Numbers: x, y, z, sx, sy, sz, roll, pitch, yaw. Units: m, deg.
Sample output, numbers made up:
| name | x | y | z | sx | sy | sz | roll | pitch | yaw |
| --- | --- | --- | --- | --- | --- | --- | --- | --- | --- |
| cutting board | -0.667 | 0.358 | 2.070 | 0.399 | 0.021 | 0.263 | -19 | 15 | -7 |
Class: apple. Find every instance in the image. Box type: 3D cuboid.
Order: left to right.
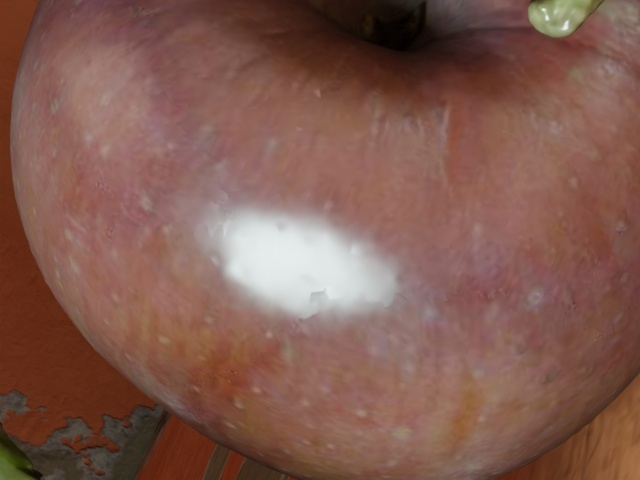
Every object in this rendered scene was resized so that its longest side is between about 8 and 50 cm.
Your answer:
| name | x | y | z | sx | sy | sz | roll | pitch | yaw |
| --- | --- | --- | --- | --- | --- | --- | --- | --- | --- |
| apple | 0.019 | -0.041 | 0.715 | 0.235 | 0.306 | 0.305 | 94 | -164 | -55 |

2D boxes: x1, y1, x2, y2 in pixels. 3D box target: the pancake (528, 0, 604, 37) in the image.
| name | x | y | z | sx | sy | sz | roll | pitch | yaw |
| --- | --- | --- | --- | --- | --- | --- | --- | --- | --- |
| pancake | 0.158 | -0.100 | 0.537 | 0.184 | 0.020 | 0.190 | -28 | 18 | 0 |

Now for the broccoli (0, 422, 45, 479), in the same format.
| name | x | y | z | sx | sy | sz | roll | pitch | yaw |
| --- | --- | --- | --- | --- | --- | --- | --- | --- | --- |
| broccoli | -0.184 | 0.212 | 1.218 | 0.221 | 0.252 | 0.361 | -55 | 47 | 20 |
